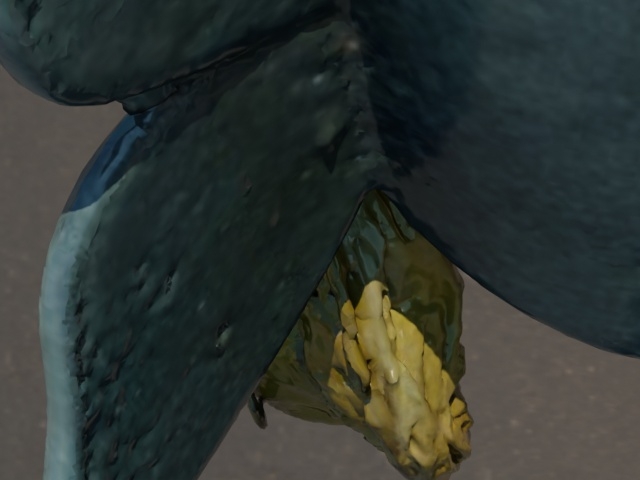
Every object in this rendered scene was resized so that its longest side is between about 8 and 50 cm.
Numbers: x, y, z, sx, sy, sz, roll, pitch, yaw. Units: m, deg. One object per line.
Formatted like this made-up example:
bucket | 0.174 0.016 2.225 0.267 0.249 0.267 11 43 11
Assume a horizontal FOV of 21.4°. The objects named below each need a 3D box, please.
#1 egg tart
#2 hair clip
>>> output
egg tart | 0.000 0.000 0.740 0.106 0.241 0.241 -15 70 2
hair clip | 0.073 -0.091 0.512 0.238 0.318 0.392 14 58 18
